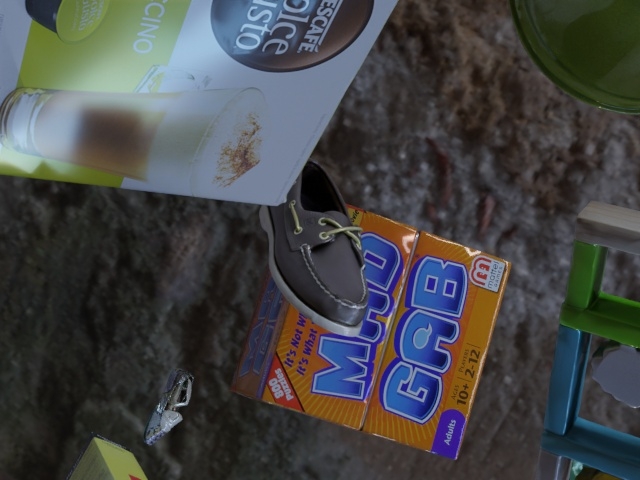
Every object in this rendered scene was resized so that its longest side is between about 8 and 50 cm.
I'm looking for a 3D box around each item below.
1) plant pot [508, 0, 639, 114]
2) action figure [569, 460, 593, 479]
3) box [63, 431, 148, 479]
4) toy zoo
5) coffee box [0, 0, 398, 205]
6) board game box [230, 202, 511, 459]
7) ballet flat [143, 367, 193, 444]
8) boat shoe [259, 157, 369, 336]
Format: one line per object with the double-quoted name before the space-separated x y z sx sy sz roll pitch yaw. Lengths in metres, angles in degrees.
"plant pot" 0.419 -0.343 1.208 0.366 0.366 0.353 -62 177 5
"action figure" 0.302 0.320 1.047 0.063 0.137 0.232 63 40 -55
"box" -0.209 0.289 1.057 0.058 0.232 0.087 30 89 -28
"toy zoo" 0.221 0.136 0.587 0.030 0.192 0.293 -35 134 -51
"coffee box" -0.148 -0.278 0.952 0.334 0.338 0.337 7 141 -24
"board game box" 0.077 0.164 1.879 0.356 0.356 0.356 158 -51 -75
"ballet flat" -0.199 0.222 1.374 0.041 0.041 0.114 79 28 -55
"boat shoe" 0.000 0.000 1.308 0.117 0.324 0.096 23 112 -24
